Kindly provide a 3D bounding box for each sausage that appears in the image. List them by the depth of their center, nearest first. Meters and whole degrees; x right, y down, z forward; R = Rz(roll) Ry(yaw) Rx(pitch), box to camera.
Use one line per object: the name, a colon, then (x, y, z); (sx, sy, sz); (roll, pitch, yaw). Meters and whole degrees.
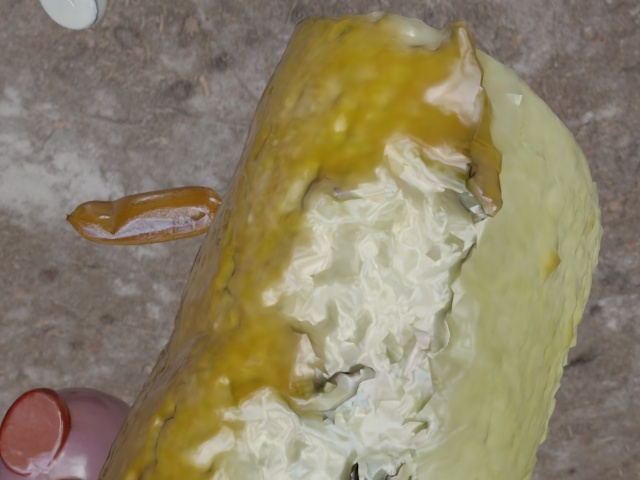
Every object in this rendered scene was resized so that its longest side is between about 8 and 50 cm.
sausage: (-0.193, -0.025, 0.963); (0.183, 0.062, 0.054); (-10, 143, -5)

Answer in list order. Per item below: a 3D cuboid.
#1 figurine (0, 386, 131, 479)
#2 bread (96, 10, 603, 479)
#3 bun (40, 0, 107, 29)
figurine: (-0.247, 0.233, 0.858); (0.173, 0.173, 0.173); (0, 130, 0)
bread: (0.006, 0.100, 0.411); (0.165, 0.375, 0.236); (21, 173, 32)
bun: (-0.478, -0.490, 1.672); (0.138, 0.094, 0.138); (11, 133, 12)
